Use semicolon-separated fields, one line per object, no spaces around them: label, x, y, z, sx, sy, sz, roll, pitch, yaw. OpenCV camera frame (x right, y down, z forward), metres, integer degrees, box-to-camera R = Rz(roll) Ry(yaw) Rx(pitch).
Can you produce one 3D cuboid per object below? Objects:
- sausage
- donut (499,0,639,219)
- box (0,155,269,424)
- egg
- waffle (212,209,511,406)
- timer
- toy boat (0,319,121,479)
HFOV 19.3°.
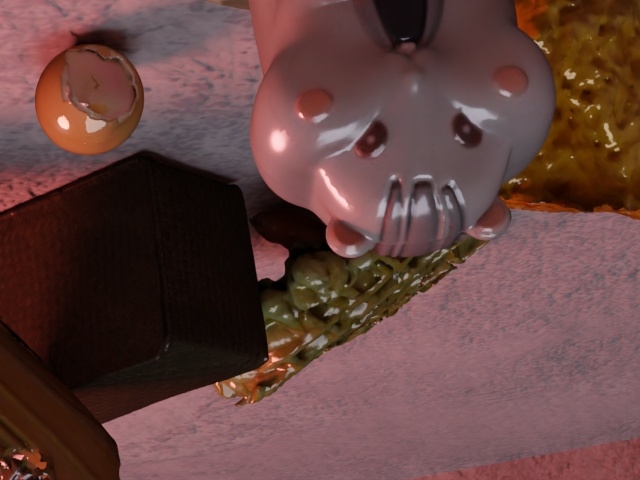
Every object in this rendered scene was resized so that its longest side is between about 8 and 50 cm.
sausage;-0.001;0.001;1.830;0.040;0.047;0.176;-55;147;11
donut;0.280;-0.085;1.390;0.435;0.164;0.377;7;179;-3
box;-0.201;0.059;1.674;0.273;0.184;0.143;-21;158;32
egg;-0.171;-0.100;1.373;0.080;0.080;0.096;0;164;-25
waffle;0.039;0.045;1.773;0.297;0.073;0.317;-24;162;-35
timer;0.027;-0.145;0.956;0.290;0.315;0.291;-8;161;-3
toy boat;-0.348;0.103;1.512;0.445;0.162;0.136;44;143;-11
